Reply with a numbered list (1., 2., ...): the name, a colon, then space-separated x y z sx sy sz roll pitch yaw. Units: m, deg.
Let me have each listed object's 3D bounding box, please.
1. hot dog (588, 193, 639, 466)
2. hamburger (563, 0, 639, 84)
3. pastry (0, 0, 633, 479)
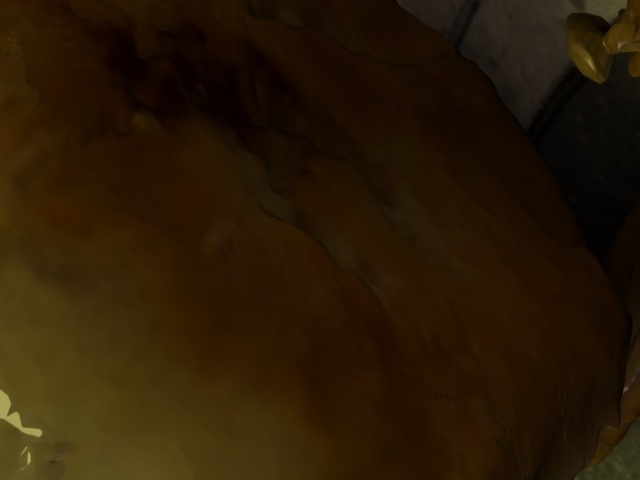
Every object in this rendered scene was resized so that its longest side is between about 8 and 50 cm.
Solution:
1. hot dog: 0.154 0.040 0.867 0.216 0.047 0.066 108 157 -45
2. hamburger: 0.239 -0.087 0.486 0.445 0.287 0.268 -4 115 52
3. pastry: -0.056 0.028 0.794 0.409 0.409 0.245 50 122 8
